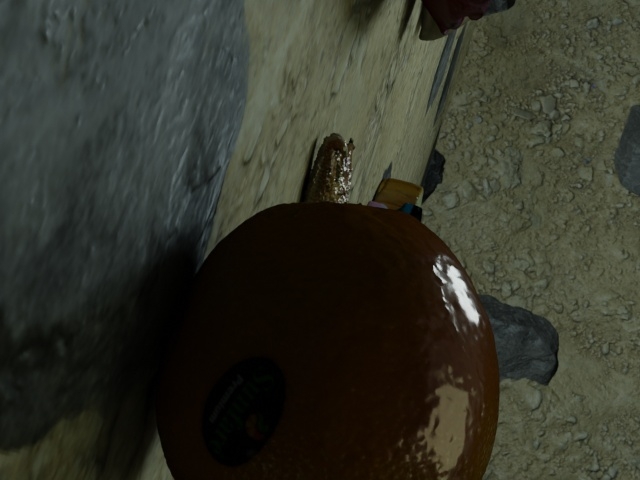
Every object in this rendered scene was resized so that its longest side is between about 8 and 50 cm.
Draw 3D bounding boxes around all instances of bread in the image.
[{"bbox_3d":[0.098,0.020,1.586,0.236,0.070,0.236,17,90,-82],"label":"bread"}]

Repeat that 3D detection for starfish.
[{"bbox_3d":[0.001,0.000,0.921,0.227,0.043,0.240,-60,168,-57],"label":"starfish"}]

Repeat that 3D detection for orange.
[{"bbox_3d":[0.005,0.077,0.550,0.206,0.206,0.206,17,90,-83],"label":"orange"}]

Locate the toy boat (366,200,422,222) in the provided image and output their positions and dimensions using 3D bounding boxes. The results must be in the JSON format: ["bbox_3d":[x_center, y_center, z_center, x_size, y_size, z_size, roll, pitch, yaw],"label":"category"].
[{"bbox_3d":[0.049,0.065,1.263,0.299,0.092,0.134,-60,163,-51],"label":"toy boat"}]

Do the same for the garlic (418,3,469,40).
[{"bbox_3d":[0.188,-0.389,1.179,0.143,0.112,0.318,-48,150,-59],"label":"garlic"}]

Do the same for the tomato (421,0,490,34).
[{"bbox_3d":[0.167,-0.331,0.880,0.289,0.176,0.335,-38,-172,42],"label":"tomato"}]
